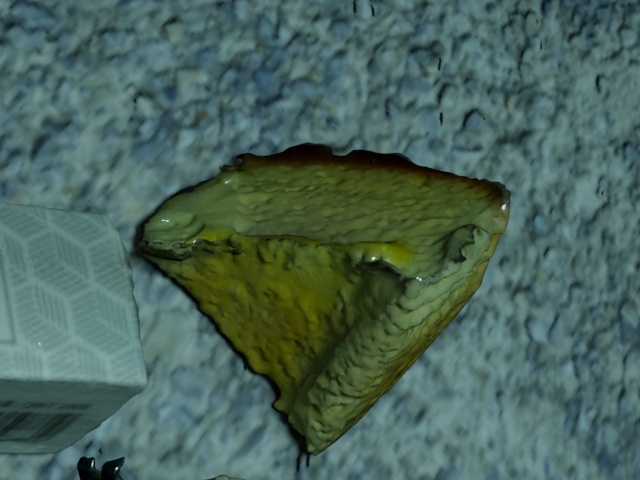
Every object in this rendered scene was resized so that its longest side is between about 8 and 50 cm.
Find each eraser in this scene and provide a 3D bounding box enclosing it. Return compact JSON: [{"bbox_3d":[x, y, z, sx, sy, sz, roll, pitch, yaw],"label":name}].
[{"bbox_3d":[-0.268,0.029,0.803,0.404,0.098,0.096,7,60,-40],"label":"eraser"}]

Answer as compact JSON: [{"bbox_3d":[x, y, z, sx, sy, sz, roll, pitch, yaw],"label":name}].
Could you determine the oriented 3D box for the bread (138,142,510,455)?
[{"bbox_3d":[0.000,0.000,1.038,0.160,0.169,0.140,42,44,7],"label":"bread"}]

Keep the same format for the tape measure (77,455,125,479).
[{"bbox_3d":[-0.066,0.239,0.783,0.207,0.115,0.235,35,73,-17],"label":"tape measure"}]

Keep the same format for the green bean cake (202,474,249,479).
[{"bbox_3d":[-0.006,0.188,0.948,0.179,0.085,0.109,18,53,-32],"label":"green bean cake"}]
